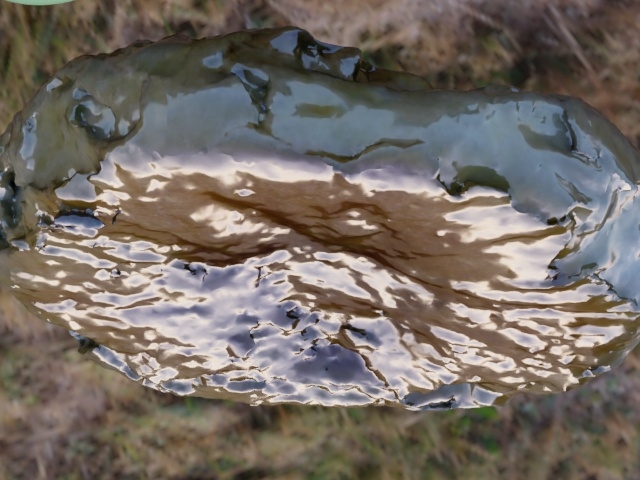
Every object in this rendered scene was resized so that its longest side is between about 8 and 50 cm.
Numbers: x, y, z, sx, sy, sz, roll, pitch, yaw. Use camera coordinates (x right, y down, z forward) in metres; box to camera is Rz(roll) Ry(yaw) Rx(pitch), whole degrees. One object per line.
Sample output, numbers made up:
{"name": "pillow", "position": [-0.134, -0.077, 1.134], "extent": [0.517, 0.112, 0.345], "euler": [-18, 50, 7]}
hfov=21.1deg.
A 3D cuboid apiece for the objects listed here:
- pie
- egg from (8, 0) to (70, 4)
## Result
{"name": "pie", "position": [0.000, 0.000, 0.477], "extent": [0.195, 0.046, 0.195], "euler": [3, 153, 2]}
{"name": "egg", "position": [-0.199, -0.307, 1.310], "extent": [0.220, 0.269, 0.220], "euler": [19, 152, 11]}
